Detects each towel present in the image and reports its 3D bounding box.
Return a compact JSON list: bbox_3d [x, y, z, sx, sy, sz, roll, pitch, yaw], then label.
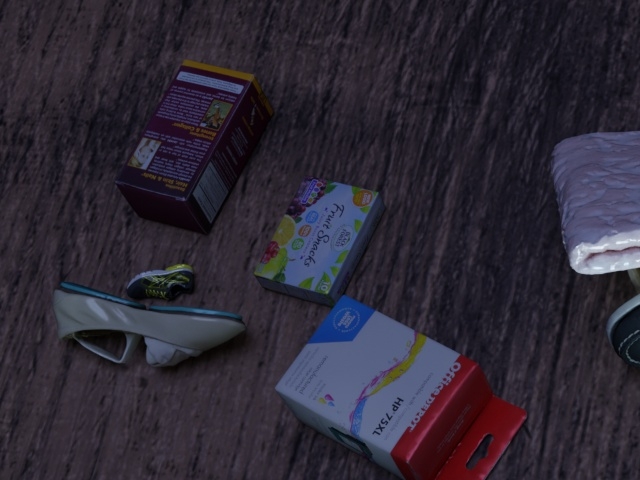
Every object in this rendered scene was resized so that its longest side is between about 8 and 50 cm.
[{"bbox_3d":[0.395,-0.062,1.927,0.317,0.053,0.332,-9,18,7],"label":"towel"}]

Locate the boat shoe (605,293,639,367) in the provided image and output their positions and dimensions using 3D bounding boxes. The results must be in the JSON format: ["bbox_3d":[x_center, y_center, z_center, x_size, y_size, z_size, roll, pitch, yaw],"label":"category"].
[{"bbox_3d":[0.440,0.085,1.908,0.302,0.114,0.091,-16,49,12],"label":"boat shoe"}]

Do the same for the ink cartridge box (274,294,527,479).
[{"bbox_3d":[0.085,0.169,2.010,0.231,0.078,0.134,26,70,31],"label":"ink cartridge box"}]

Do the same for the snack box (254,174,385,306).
[{"bbox_3d":[0.000,0.000,2.177,0.100,0.037,0.141,15,65,26],"label":"snack box"}]

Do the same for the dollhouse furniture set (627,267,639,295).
[{"bbox_3d":[0.408,-0.028,1.970,0.182,0.101,0.161,-27,51,24],"label":"dollhouse furniture set"}]

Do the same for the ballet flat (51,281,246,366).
[{"bbox_3d":[-0.199,0.105,2.170,0.248,0.086,0.086,9,62,27],"label":"ballet flat"}]

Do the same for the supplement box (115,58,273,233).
[{"bbox_3d":[-0.149,-0.113,2.280,0.104,0.081,0.188,15,65,28],"label":"supplement box"}]

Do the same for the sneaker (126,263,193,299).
[{"bbox_3d":[-0.186,0.053,2.217,0.083,0.031,0.035,-19,54,8],"label":"sneaker"}]
